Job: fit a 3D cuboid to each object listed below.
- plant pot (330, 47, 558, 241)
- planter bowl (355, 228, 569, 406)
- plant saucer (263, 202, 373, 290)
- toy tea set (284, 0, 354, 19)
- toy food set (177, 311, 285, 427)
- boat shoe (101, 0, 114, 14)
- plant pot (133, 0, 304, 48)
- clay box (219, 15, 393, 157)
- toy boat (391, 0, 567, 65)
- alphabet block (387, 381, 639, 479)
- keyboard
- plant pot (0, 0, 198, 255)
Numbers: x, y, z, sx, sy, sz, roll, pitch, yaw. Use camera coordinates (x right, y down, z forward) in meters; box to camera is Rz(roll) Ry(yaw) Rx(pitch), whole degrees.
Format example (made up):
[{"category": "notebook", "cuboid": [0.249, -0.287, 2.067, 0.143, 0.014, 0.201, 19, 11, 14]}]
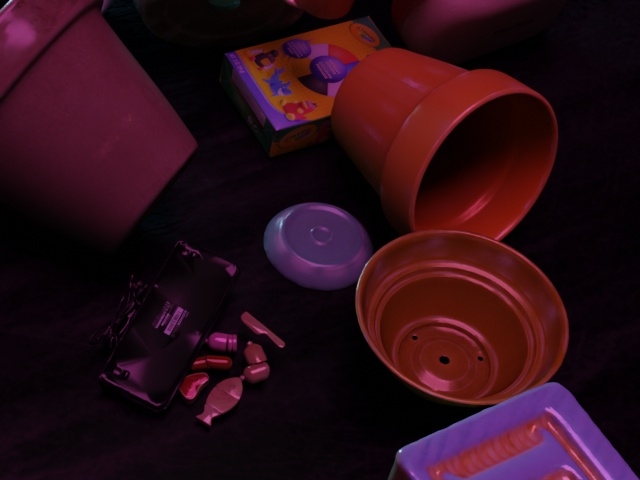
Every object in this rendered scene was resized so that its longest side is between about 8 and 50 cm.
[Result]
[{"category": "plant pot", "cuboid": [0.116, -0.111, 1.925, 0.205, 0.205, 0.188, -25, 45, -29]}, {"category": "planter bowl", "cuboid": [0.133, 0.099, 1.808, 0.217, 0.090, 0.217, 7, 50, -8]}, {"category": "plant saucer", "cuboid": [0.000, 0.000, 1.906, 0.119, 0.021, 0.119, 7, 49, -8]}, {"category": "toy tea set", "cuboid": [0.066, -0.337, 1.991, 0.336, 0.124, 0.200, -22, 72, -34]}, {"category": "toy food set", "cuboid": [-0.096, 0.128, 1.781, 0.078, 0.019, 0.122, 38, 61, 19]}, {"category": "boat shoe", "cuboid": [-0.317, -0.319, 2.077, 0.184, 0.066, 0.063, 24, 36, 11]}, {"category": "plant pot", "cuboid": [-0.125, -0.384, 2.043, 0.323, 0.323, 0.280, -1, 67, -14]}, {"category": "clay box", "cuboid": [0.013, -0.180, 2.039, 0.222, 0.053, 0.127, -19, 58, -25]}, {"category": "toy boat", "cuboid": [0.179, -0.307, 2.108, 0.231, 0.151, 0.151, -22, 71, -29]}, {"category": "alphabet block", "cuboid": [0.169, 0.277, 1.597, 0.192, 0.197, 0.193, -20, 57, -26]}, {"category": "keyboard", "cuboid": [-0.161, 0.082, 1.795, 0.100, 0.038, 0.192, 28, 55, 1]}, {"category": "plant pot", "cuboid": [-0.252, -0.113, 1.816, 0.229, 0.263, 0.263, 38, 51, -3]}]
